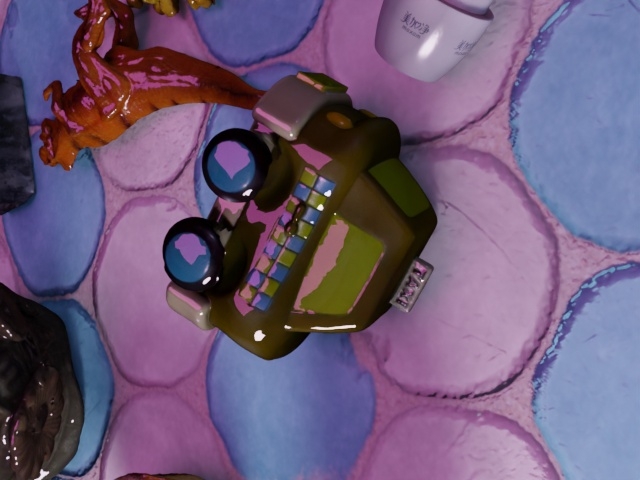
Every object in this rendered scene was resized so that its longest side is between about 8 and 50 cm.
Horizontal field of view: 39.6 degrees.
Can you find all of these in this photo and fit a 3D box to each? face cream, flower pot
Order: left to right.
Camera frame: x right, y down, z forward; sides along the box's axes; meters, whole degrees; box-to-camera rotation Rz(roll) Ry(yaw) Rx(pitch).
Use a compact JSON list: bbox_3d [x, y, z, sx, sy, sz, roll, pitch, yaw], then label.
[{"bbox_3d":[-0.428,0.179,1.058,0.302,0.213,0.302,-3,81,22],"label":"flower pot"},{"bbox_3d":[0.095,-0.190,0.751,0.091,0.091,0.095,49,124,30],"label":"face cream"}]

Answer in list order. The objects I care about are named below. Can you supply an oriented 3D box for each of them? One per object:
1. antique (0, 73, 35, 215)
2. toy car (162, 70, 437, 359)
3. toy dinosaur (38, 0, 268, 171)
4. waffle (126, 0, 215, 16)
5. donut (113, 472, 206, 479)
[{"bbox_3d":[-0.451,-0.127,1.194,0.088,0.086,0.183,-20,76,38],"label":"antique"},{"bbox_3d":[0.000,0.000,0.779,0.198,0.204,0.248,32,107,12],"label":"toy car"},{"bbox_3d":[-0.225,-0.200,1.009,0.432,0.097,0.208,-13,94,42],"label":"toy dinosaur"},{"bbox_3d":[-0.149,-0.394,0.974,0.260,0.069,0.293,14,98,40],"label":"waffle"},{"bbox_3d":[-0.149,0.311,0.930,0.217,0.085,0.141,4,90,38],"label":"donut"}]
